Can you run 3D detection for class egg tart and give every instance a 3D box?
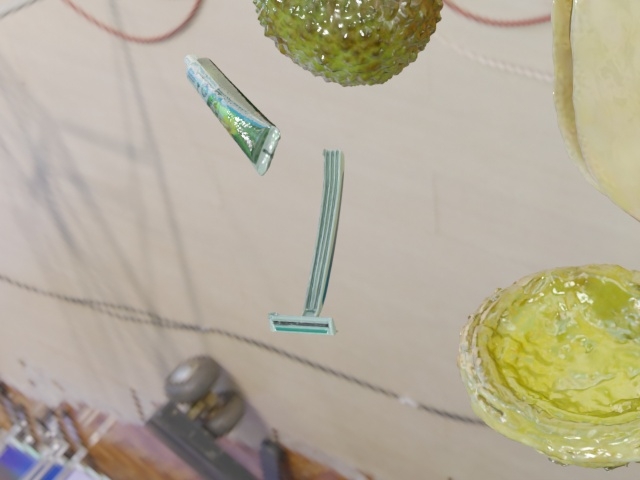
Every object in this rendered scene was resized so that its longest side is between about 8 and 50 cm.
[{"bbox_3d":[0.341,0.166,1.493,0.345,0.345,0.132,15,139,32],"label":"egg tart"}]

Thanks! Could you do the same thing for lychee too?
[{"bbox_3d":[0.040,-0.334,1.550,0.270,0.270,0.320,13,180,34],"label":"lychee"}]

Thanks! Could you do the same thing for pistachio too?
[{"bbox_3d":[0.271,-0.107,0.769,0.229,0.238,0.321,-110,-5,-80],"label":"pistachio"}]

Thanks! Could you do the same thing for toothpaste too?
[{"bbox_3d":[-0.090,-0.132,1.154,0.204,0.031,0.049,51,126,46],"label":"toothpaste"}]

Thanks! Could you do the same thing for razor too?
[{"bbox_3d":[0.001,0.002,1.163,0.068,0.191,0.037,1,158,23],"label":"razor"}]
